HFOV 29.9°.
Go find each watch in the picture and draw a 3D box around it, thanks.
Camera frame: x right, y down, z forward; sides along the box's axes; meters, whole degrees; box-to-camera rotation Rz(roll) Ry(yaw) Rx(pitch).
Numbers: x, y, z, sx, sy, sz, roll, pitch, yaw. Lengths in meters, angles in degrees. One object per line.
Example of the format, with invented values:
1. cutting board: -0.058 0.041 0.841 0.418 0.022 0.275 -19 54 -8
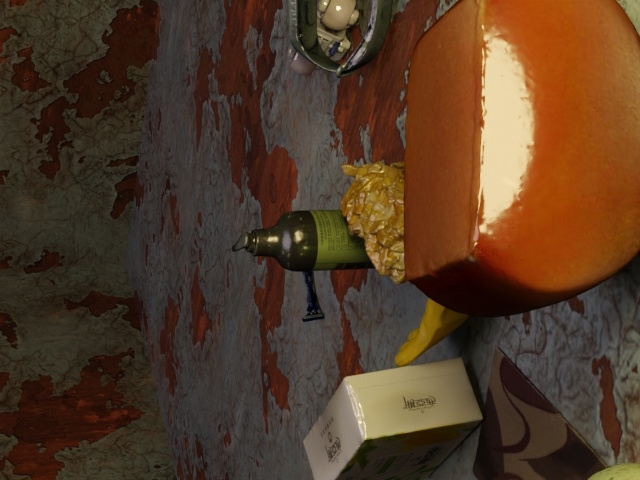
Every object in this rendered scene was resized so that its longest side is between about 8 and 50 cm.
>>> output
1. watch: 0.032 -0.382 2.041 0.193 0.068 0.206 15 115 33

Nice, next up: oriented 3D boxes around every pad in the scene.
1. pad: 0.288 0.313 1.596 0.330 0.004 0.220 -129 41 -59

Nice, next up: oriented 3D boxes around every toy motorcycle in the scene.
1. toy motorcycle: 0.007 -0.392 2.209 0.254 0.112 0.112 137 128 -64

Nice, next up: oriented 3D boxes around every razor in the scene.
1. razor: -0.024 0.093 2.421 0.028 0.044 0.154 68 -168 -65

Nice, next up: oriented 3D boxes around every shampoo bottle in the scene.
1. shampoo bottle: 0.000 0.000 1.960 0.101 0.284 0.101 178 90 -69

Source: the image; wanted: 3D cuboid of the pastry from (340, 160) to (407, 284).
1. pastry: 0.111 -0.051 1.843 0.154 0.102 0.250 -57 31 21

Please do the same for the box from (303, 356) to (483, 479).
1. box: 0.104 0.287 1.818 0.260 0.194 0.111 113 144 -55

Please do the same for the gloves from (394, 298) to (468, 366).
1. gloves: 0.175 0.086 1.713 0.116 0.133 0.294 49 146 15

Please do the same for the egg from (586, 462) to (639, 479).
1. egg: 0.333 0.318 1.226 0.228 0.177 0.177 -95 10 -66

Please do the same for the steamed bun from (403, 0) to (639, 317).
1. steamed bun: 0.243 -0.103 1.320 0.235 0.248 0.379 147 129 -65
